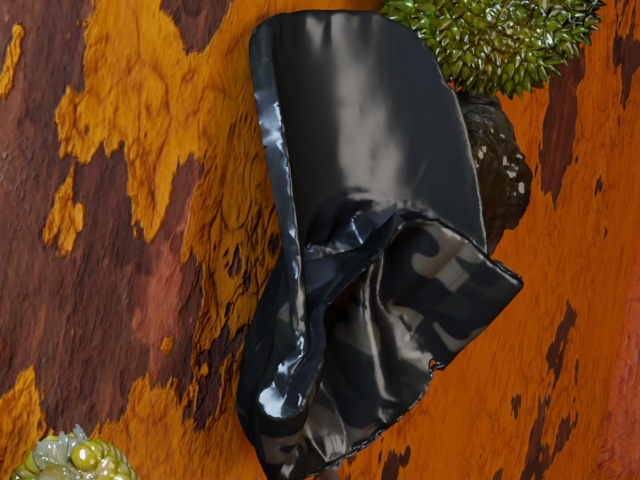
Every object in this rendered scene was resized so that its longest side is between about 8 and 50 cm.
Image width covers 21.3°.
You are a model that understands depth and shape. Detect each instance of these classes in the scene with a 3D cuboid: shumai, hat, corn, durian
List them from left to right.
[{"bbox_3d":[-0.151,0.233,1.274,0.291,0.101,0.101,69,35,-60],"label":"corn"},{"bbox_3d":[0.000,0.000,1.550,0.366,0.257,0.381,-15,77,-51],"label":"hat"},{"bbox_3d":[0.119,-0.087,1.808,0.218,0.184,0.185,29,35,-56],"label":"shumai"},{"bbox_3d":[0.178,-0.273,1.735,0.291,0.225,0.291,9,90,-69],"label":"durian"}]

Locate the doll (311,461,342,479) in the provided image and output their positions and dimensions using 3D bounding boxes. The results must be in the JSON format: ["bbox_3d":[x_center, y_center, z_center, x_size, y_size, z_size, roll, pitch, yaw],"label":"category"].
[{"bbox_3d":[-0.015,0.310,1.676,0.102,0.075,0.227,53,46,-43],"label":"doll"}]
